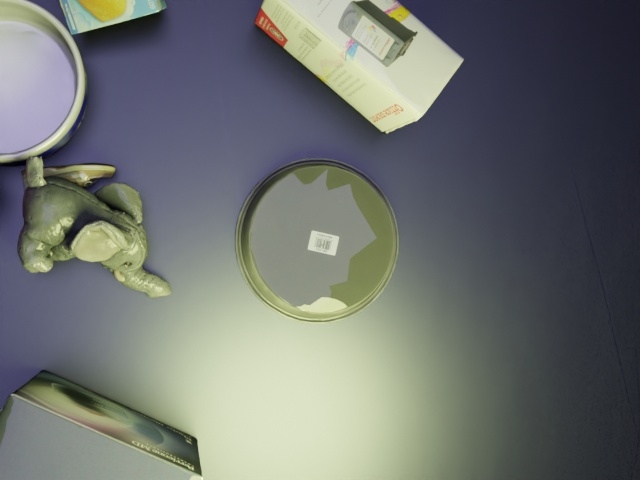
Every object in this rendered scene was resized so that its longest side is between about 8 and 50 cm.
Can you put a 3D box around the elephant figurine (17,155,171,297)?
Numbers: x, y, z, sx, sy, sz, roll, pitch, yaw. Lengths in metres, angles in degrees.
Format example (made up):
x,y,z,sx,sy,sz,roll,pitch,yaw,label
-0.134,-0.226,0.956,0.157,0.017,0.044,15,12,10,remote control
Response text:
x,y,z,sx,sy,sz,roll,pitch,yaw,label
-0.352,-0.014,1.384,0.239,0.186,0.169,8,75,-8,elephant figurine

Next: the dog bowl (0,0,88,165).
x,y,z,sx,sy,sz,roll,pitch,yaw,label
-0.513,-0.254,1.387,0.264,0.104,0.265,0,88,-9,dog bowl

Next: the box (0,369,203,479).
x,y,z,sx,sy,sz,roll,pitch,yaw,label
-0.346,0.346,1.302,0.296,0.294,0.183,26,85,-8,box

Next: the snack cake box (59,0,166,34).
x,y,z,sx,sy,sz,roll,pitch,yaw,label
-0.360,-0.480,1.366,0.152,0.089,0.264,-14,109,4,snack cake box

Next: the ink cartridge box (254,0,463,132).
x,y,z,sx,sy,sz,roll,pitch,yaw,label
0.054,-0.331,1.417,0.306,0.226,0.131,37,84,-10,ink cartridge box

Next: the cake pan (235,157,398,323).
x,y,z,sx,sy,sz,roll,pitch,yaw,label
0.000,0.000,1.490,0.293,0.054,0.293,0,89,-9,cake pan

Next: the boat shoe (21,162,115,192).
x,y,z,sx,sy,sz,roll,pitch,yaw,label
-0.416,-0.102,1.426,0.153,0.056,0.048,-6,97,-7,boat shoe
